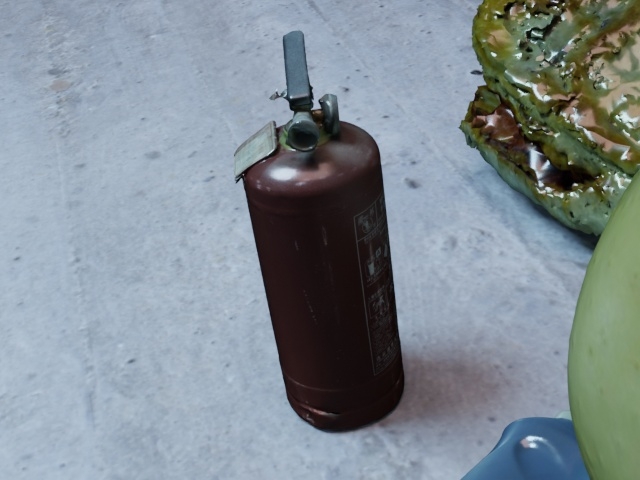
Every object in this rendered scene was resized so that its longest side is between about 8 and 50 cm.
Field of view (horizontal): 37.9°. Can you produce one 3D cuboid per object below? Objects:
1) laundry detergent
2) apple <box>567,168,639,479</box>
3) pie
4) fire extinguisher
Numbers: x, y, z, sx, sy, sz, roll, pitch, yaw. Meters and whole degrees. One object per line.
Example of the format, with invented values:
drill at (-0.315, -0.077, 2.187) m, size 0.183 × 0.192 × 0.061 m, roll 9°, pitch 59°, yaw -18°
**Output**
laundry detergent at (0.114, 0.171, 0.554) m, size 0.096 × 0.061 × 0.206 m, roll 14°, pitch 39°, yaw 38°
apple at (0.301, 0.058, 0.435) m, size 0.357 × 0.357 × 0.357 m, roll -6°, pitch 34°, yaw 4°
pie at (0.353, -0.138, 0.854) m, size 0.418 × 0.181 × 0.395 m, roll 30°, pitch 49°, yaw 34°
fire extinguisher at (0.000, 0.000, 0.645) m, size 0.104 × 0.269 × 0.105 m, roll -7°, pitch 34°, yaw 5°
